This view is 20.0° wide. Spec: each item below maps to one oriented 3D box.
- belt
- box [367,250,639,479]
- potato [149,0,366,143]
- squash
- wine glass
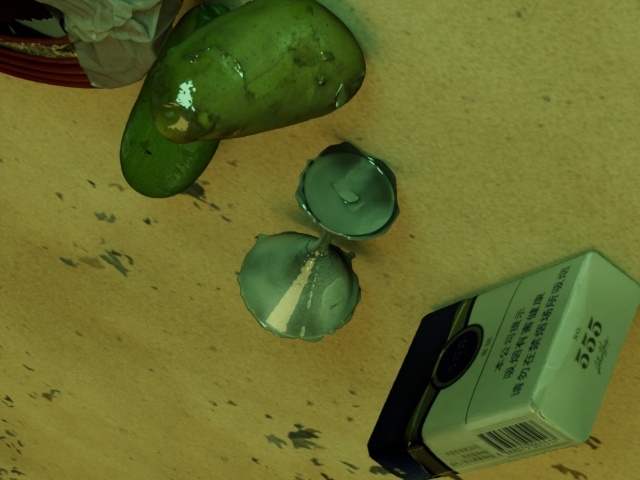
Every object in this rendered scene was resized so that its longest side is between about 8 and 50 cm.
[{"bbox_3d":[-0.226,-0.216,1.395,0.324,0.115,0.227,5,158,48],"label":"belt"},{"bbox_3d":[0.158,0.117,1.606,0.071,0.168,0.259,37,149,-19],"label":"box"},{"bbox_3d":[-0.051,-0.129,1.390,0.085,0.188,0.105,-11,103,60],"label":"potato"},{"bbox_3d":[-0.122,-0.107,1.567,0.082,0.082,0.292,29,151,-3],"label":"squash"},{"bbox_3d":[0.000,0.000,1.612,0.122,0.122,0.183,27,147,2],"label":"wine glass"}]
